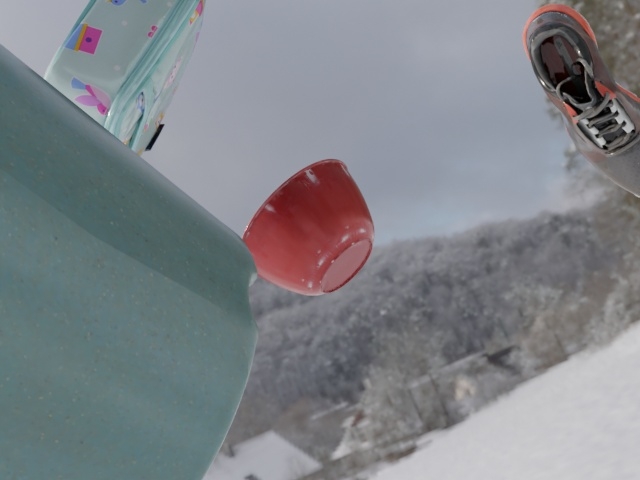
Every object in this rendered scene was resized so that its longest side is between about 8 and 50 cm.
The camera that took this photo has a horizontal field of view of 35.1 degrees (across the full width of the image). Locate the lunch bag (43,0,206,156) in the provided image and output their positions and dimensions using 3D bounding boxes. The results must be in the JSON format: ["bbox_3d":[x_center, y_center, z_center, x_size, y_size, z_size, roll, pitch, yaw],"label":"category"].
[{"bbox_3d":[-0.222,-0.149,1.072,0.224,0.108,0.279,-68,8,-31],"label":"lunch bag"}]

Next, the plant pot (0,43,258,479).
[{"bbox_3d":[-0.234,0.021,0.538,0.334,0.341,0.341,35,-46,-30],"label":"plant pot"}]

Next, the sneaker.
[{"bbox_3d":[0.188,-0.087,0.695,0.061,0.158,0.065,-38,5,28],"label":"sneaker"}]

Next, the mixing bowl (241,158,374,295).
[{"bbox_3d":[0.000,0.000,1.234,0.181,0.098,0.181,-38,-24,-21],"label":"mixing bowl"}]
